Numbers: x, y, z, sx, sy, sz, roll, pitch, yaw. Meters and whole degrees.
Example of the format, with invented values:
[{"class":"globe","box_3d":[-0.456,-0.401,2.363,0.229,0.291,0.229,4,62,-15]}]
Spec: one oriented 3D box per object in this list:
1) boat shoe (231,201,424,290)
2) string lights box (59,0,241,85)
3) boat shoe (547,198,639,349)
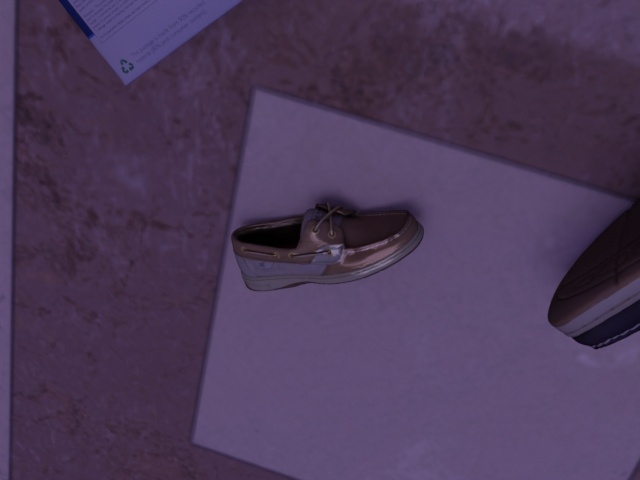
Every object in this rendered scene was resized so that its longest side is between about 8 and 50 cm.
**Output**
[{"class":"boat shoe","box_3d":[0.000,0.000,0.577,0.135,0.050,0.045,-14,120,23]},{"class":"string lights box","box_3d":[-0.128,-0.230,0.461,0.133,0.077,0.259,-28,109,27]},{"class":"boat shoe","box_3d":[0.254,-0.015,0.466,0.092,0.103,0.285,46,115,-7]}]
